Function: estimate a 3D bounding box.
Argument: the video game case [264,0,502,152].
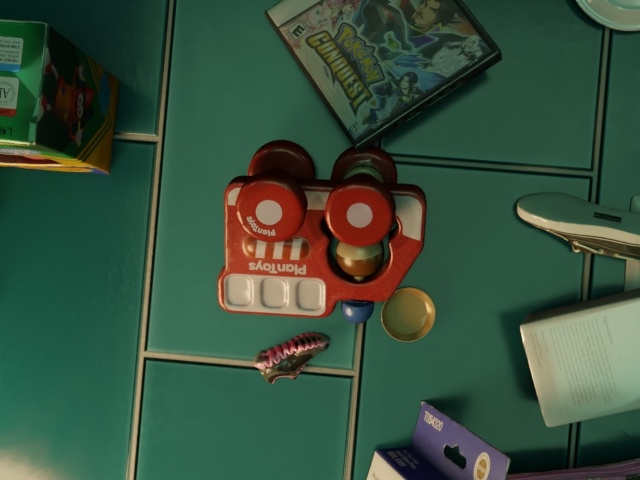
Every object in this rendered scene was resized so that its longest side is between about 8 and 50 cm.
[{"bbox_3d":[0.087,-0.304,1.568,0.248,0.035,0.274,-33,69,2],"label":"video game case"}]

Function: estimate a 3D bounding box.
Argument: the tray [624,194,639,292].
[{"bbox_3d":[0.529,0.071,1.583,0.145,0.030,0.270,4,90,2],"label":"tray"}]

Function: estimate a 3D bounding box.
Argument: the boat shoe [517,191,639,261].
[{"bbox_3d":[0.395,-0.012,1.566,0.219,0.078,0.070,16,130,20],"label":"boat shoe"}]

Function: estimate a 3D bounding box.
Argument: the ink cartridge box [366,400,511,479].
[{"bbox_3d":[0.127,0.407,1.458,0.071,0.324,0.330,14,90,-15],"label":"ink cartridge box"}]

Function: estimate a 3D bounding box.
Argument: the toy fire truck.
[{"bbox_3d":[0.000,0.000,1.566,0.302,0.169,0.253,4,115,3],"label":"toy fire truck"}]

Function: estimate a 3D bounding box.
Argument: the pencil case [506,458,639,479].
[{"bbox_3d":[0.352,0.402,1.530,0.386,0.167,0.160,-5,59,3],"label":"pencil case"}]

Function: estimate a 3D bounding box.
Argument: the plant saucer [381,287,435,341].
[{"bbox_3d":[0.131,0.111,1.607,0.083,0.015,0.083,-1,97,-8],"label":"plant saucer"}]

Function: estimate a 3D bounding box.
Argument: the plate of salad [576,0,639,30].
[{"bbox_3d":[0.463,-0.413,1.582,0.200,0.048,0.199,0,100,1],"label":"plate of salad"}]

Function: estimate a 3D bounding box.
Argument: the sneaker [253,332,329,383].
[{"bbox_3d":[-0.039,0.181,1.615,0.119,0.047,0.057,-21,110,4],"label":"sneaker"}]

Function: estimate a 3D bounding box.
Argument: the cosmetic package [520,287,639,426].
[{"bbox_3d":[0.397,0.163,1.514,0.184,0.151,0.151,-15,88,17],"label":"cosmetic package"}]

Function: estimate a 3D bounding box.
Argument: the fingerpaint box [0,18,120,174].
[{"bbox_3d":[-0.545,-0.199,1.478,0.445,0.371,0.163,5,88,3],"label":"fingerpaint box"}]
